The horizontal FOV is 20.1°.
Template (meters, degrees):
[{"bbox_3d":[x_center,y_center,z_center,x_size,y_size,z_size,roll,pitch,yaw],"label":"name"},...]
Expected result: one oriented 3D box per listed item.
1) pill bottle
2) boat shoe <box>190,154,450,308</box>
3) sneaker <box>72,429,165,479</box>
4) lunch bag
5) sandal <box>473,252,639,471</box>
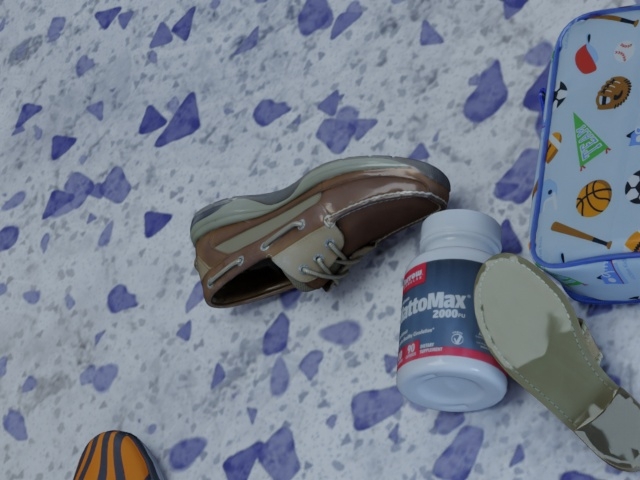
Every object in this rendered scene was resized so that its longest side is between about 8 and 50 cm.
[{"bbox_3d":[0.132,0.066,1.767,0.108,0.108,0.180,-14,56,31],"label":"pill bottle"},{"bbox_3d":[0.000,0.000,1.914,0.324,0.123,0.116,-19,60,36],"label":"boat shoe"},{"bbox_3d":[-0.253,0.322,1.854,0.124,0.180,0.321,-19,53,27],"label":"sneaker"},{"bbox_3d":[0.316,-0.092,1.721,0.243,0.115,0.303,-7,60,37],"label":"lunch bag"},{"bbox_3d":[0.228,0.122,1.687,0.088,0.079,0.240,-39,69,1],"label":"sandal"}]
